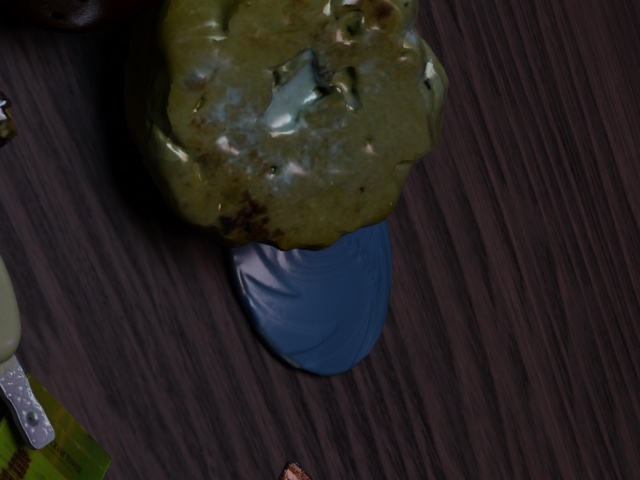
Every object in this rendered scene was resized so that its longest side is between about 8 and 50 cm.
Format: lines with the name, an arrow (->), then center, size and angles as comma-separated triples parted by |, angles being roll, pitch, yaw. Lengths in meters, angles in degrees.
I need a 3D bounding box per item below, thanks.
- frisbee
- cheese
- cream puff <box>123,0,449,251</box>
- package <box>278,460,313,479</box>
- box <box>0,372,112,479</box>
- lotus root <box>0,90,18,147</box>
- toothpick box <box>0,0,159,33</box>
frisbee -> 0.004, -0.001, 1.787 | 0.289, 0.049, 0.289 | 21, 64, -50
cheese -> -0.268, 0.082, 1.369 | 0.097, 0.037, 0.192 | -33, 98, -53
cream puff -> -0.049, -0.163, 1.612 | 0.324, 0.291, 0.257 | 66, -4, -33
package -> -0.021, 0.282, 1.690 | 0.077, 0.033, 0.110 | 34, 36, -16
box -> -0.250, 0.220, 1.385 | 0.121, 0.030, 0.193 | 53, 42, -31
lotus root -> -0.354, -0.107, 1.148 | 0.141, 0.314, 0.169 | -73, 176, -62
toothpick box -> -0.209, -0.323, 1.468 | 0.192, 0.192, 0.294 | 36, 48, -44
